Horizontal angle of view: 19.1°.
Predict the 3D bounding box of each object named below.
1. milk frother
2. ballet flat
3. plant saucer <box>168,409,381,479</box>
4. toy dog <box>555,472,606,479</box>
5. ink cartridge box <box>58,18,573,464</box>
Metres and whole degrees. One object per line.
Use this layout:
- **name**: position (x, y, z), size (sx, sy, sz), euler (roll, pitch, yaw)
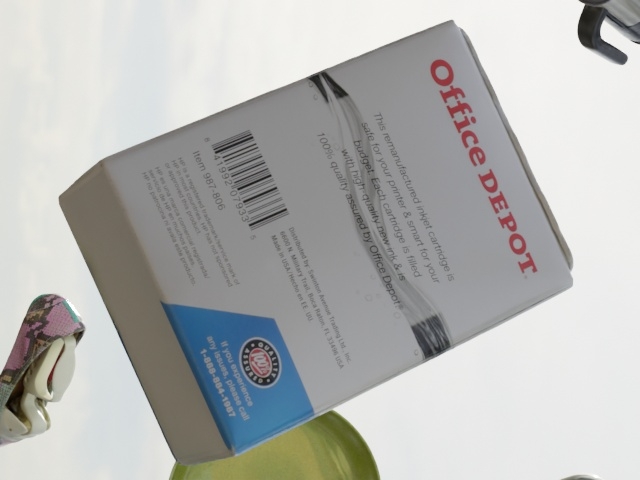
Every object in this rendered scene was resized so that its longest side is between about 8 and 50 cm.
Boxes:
- **milk frother**: position (0.394, -0.280, 2.309), size (0.143, 0.135, 0.129), euler (-1, -106, 38)
- **ballet flat**: position (-0.313, 0.160, 2.074), size (0.079, 0.077, 0.221), euler (45, -59, 32)
- **plant saucer**: position (-0.053, 0.284, 2.071), size (0.037, 0.241, 0.241), euler (-161, -108, -76)
- **toy dog**: position (0.106, 0.321, 1.504), size (0.220, 0.334, 0.161), euler (-82, 150, -83)
- **ink cartridge box**: position (0.000, 0.000, 1.793), size (0.285, 0.395, 0.166), euler (66, -25, 1)
